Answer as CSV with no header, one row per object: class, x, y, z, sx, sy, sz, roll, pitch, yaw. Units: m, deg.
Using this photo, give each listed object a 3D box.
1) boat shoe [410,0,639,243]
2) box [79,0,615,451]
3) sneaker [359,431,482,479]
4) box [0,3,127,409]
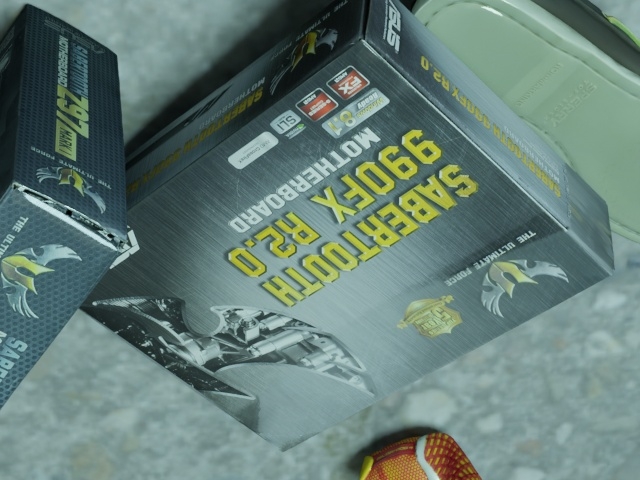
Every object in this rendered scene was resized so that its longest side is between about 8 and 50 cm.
boat shoe,0.138,-0.074,0.719,0.228,0.068,0.081,35,127,-25
box,0.000,0.000,0.716,0.231,0.056,0.183,-32,122,31
sneaker,0.083,0.185,0.889,0.067,0.064,0.175,-19,120,27
box,-0.176,0.024,0.665,0.059,0.183,0.232,30,112,-24
